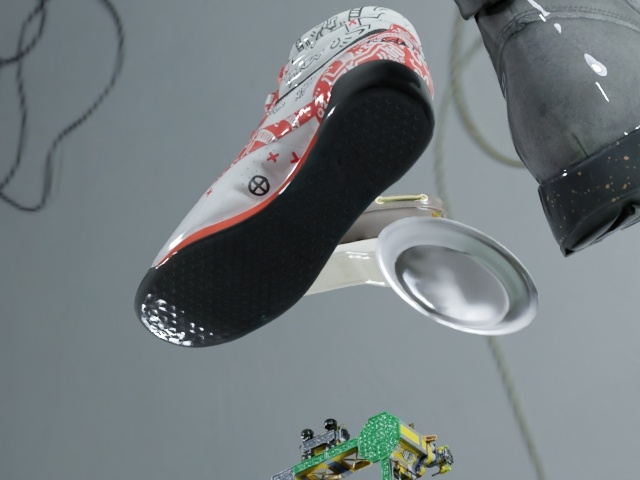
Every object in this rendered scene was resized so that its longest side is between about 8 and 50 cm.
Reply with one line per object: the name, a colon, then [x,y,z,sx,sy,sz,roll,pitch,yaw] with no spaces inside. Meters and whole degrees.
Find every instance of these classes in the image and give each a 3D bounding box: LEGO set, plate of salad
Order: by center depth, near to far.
plate of salad: [0.158,0.036,1.517,0.200,0.200,0.048,1,47,36]
LEGO set: [0.073,0.379,1.522,0.255,0.192,0.331,-34,42,21]

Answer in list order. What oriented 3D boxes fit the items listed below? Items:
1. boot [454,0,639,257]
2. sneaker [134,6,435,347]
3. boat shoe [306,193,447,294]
boot: [0.158,-0.123,0.761,0.118,0.338,0.222,-31,83,19]
sneaker: [-0.024,-0.046,0.924,0.270,0.090,0.145,-44,23,27]
boat shoe: [0.000,0.000,1.663,0.324,0.116,0.096,-5,56,16]
